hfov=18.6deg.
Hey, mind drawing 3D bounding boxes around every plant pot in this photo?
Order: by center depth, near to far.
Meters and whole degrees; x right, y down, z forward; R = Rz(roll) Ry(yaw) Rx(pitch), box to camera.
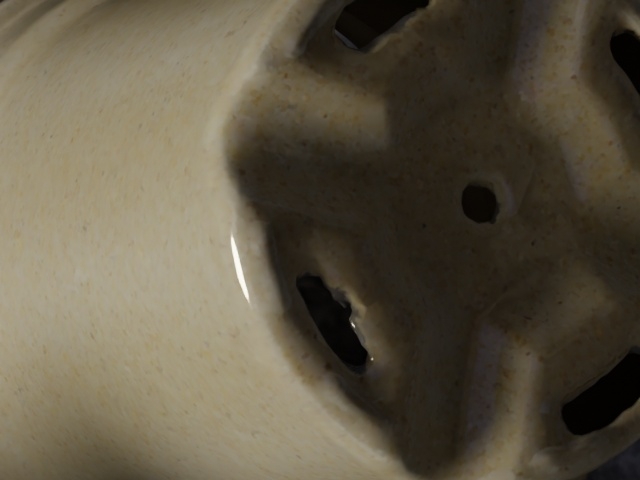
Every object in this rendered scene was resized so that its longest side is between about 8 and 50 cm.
[{"bbox_3d":[0.000,0.000,0.859,0.333,0.305,0.334,3,83,-25],"label":"plant pot"}]
